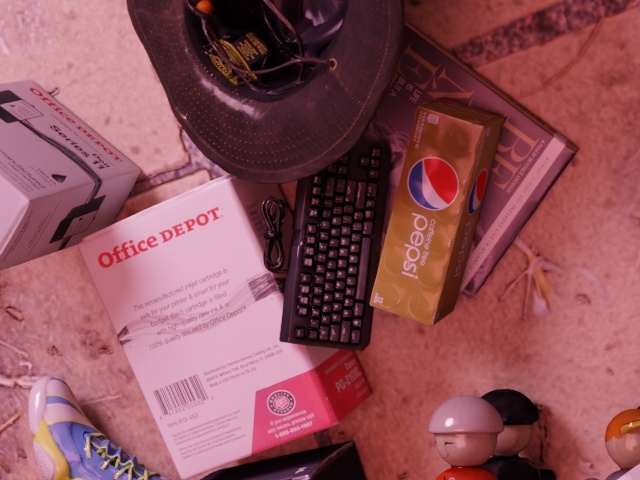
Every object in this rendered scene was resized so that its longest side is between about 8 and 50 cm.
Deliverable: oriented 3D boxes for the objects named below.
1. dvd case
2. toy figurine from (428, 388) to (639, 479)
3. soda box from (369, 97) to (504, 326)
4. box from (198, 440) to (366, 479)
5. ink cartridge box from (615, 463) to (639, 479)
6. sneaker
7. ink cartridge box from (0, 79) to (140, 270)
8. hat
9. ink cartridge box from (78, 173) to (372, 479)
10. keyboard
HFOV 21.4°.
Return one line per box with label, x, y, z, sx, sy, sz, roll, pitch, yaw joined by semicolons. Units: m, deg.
dvd case;0.088;-0.079;1.465;0.221;0.018;0.164;38;113;11
toy figurine;0.200;0.193;1.376;0.210;0.213;0.148;-3;84;21
soda box;0.098;-0.024;1.430;0.061;0.058;0.181;19;110;19
box;-0.023;0.304;1.549;0.153;0.108;0.207;-14;95;26
ink cartridge box;0.397;0.163;1.243;0.261;0.296;0.066;-43;47;26
sneaker;-0.191;0.232;1.632;0.126;0.091;0.240;-18;94;7
ink cartridge box;-0.279;-0.062;1.525;0.153;0.208;0.087;39;111;11
hat;-0.012;-0.216;1.408;0.331;0.134;0.331;16;113;42
ink cartridge box;-0.086;0.071;1.528;0.172;0.100;0.237;-23;92;25
keyboard;0.000;0.000;1.446;0.108;0.023;0.180;7;87;-9
